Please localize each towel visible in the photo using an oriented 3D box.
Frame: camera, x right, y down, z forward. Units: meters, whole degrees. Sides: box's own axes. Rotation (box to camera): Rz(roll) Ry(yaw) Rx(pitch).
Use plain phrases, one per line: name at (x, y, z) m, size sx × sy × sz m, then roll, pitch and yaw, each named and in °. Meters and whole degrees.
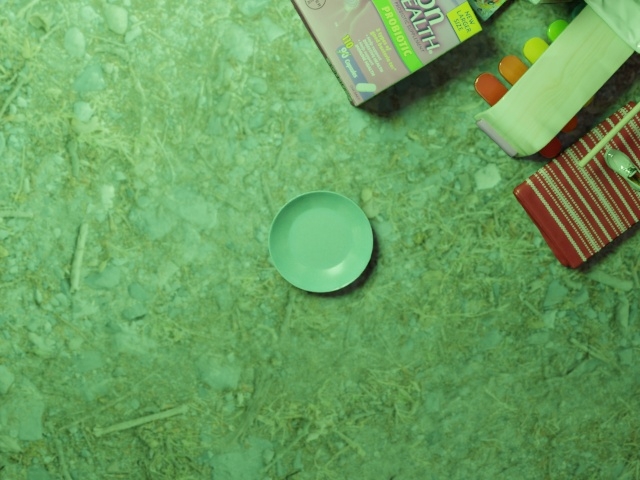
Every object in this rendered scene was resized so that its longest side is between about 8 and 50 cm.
towel at (0.519, -0.099, 1.220) m, size 0.275 × 0.031 × 0.199 m, roll -38°, pitch 99°, yaw 5°

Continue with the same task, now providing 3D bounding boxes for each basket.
basket at (0.516, -0.408, 1.050) m, size 0.167 × 0.113 × 0.103 m, roll 39°, pitch 57°, yaw -11°

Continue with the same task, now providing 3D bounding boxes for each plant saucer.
plant saucer at (0.000, 0.000, 1.226) m, size 0.195 × 0.037 × 0.194 m, roll 0°, pitch 102°, yaw -1°

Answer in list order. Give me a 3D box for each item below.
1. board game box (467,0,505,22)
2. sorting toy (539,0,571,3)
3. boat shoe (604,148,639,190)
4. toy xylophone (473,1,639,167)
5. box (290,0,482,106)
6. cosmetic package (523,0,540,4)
board game box at (0.304, -0.471, 1.129) m, size 0.103 × 0.026 × 0.154 m, roll 44°, pitch 99°, yaw -10°
sorting toy at (0.412, -0.459, 1.142) m, size 0.062 × 0.012 × 0.083 m, roll -3°, pitch 103°, yaw 0°
boat shoe at (0.557, -0.127, 1.182) m, size 0.035 × 0.035 × 0.100 m, roll -43°, pitch 98°, yaw 6°
toy xylophone at (0.439, -0.269, 1.151) m, size 0.323 × 0.081 × 0.236 m, roll -40°, pitch 101°, yaw 7°
box at (0.105, -0.379, 1.100) m, size 0.243 × 0.117 × 0.213 m, roll -30°, pitch 102°, yaw 5°
cosmetic package at (0.331, -0.583, 0.929) m, size 0.284 × 0.097 × 0.377 m, roll 36°, pitch 111°, yaw -15°
